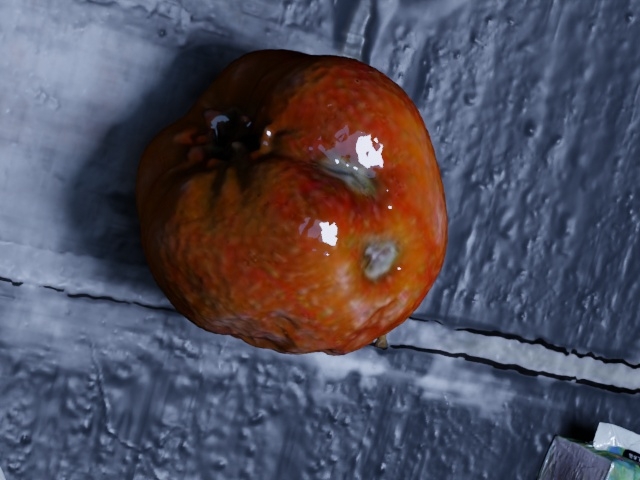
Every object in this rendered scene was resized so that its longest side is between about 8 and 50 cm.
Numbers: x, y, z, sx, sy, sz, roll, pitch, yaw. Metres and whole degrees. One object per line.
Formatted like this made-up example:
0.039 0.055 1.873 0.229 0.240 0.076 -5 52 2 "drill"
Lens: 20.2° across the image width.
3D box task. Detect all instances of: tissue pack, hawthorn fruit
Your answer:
0.244 0.193 1.428 0.111 0.085 0.079 23 89 -28 "tissue pack"
0.000 0.000 1.216 0.207 0.207 0.243 -46 129 -11 "hawthorn fruit"

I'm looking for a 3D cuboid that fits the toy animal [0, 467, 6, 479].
-0.355 0.239 1.085 0.368 0.196 0.241 -29 104 -20 "toy animal"
